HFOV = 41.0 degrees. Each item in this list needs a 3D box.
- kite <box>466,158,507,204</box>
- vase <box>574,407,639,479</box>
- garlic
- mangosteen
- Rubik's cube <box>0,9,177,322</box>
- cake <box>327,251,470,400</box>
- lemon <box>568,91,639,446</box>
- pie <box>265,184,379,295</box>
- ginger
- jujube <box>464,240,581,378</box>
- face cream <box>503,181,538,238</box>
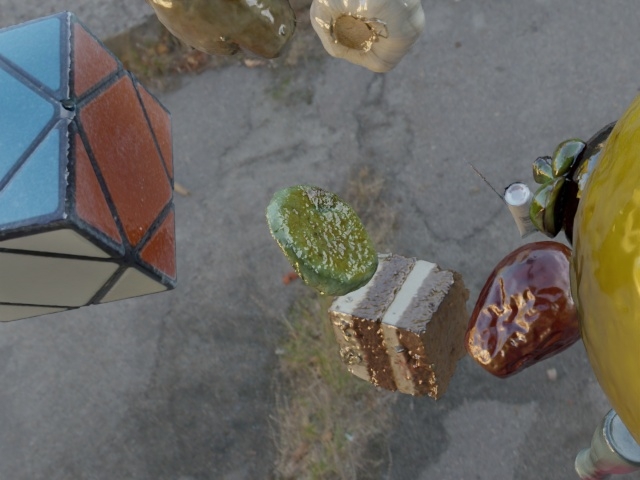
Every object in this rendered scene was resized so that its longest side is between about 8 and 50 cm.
[{"bbox_3d":[0.373,-0.133,1.923,0.011,0.156,0.139,-40,79,10],"label":"kite"},{"bbox_3d":[0.416,0.299,1.218,0.086,0.214,0.086,0,63,0],"label":"vase"},{"bbox_3d":[0.099,-0.411,1.430,0.199,0.199,0.226,8,50,32],"label":"garlic"},{"bbox_3d":[0.572,-0.081,1.595,0.330,0.330,0.330,-14,47,15],"label":"mangosteen"},{"bbox_3d":[-0.268,-0.056,0.800,0.205,0.207,0.205,-12,70,14],"label":"Rubik's cube"},{"bbox_3d":[0.198,0.210,2.115,0.290,0.256,0.282,7,40,30],"label":"cake"},{"bbox_3d":[0.248,0.012,0.413,0.260,0.284,0.261,3,96,30],"label":"lemon"},{"bbox_3d":[0.000,0.000,1.732,0.078,0.277,0.277,-46,34,36],"label":"pie"},{"bbox_3d":[-0.090,-0.382,1.119,0.244,0.155,0.304,44,92,13],"label":"ginger"},{"bbox_3d":[0.360,0.123,1.480,0.255,0.190,0.190,-49,45,9],"label":"jujube"},{"bbox_3d":[0.476,-0.063,1.953,0.092,0.243,0.058,-26,62,16],"label":"face cream"}]
